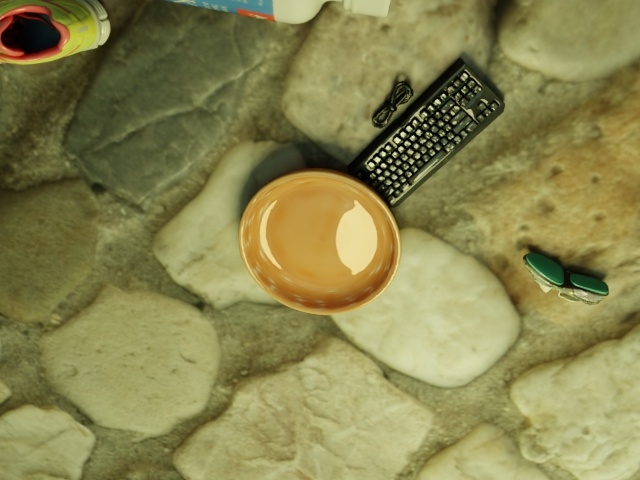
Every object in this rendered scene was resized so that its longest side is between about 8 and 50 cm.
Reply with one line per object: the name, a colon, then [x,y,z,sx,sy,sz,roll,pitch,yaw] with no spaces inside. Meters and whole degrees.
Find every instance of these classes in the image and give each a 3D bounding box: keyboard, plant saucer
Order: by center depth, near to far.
keyboard: [0.108,-0.124,0.794,0.108,0.023,0.180,41,113,-14]
plant saucer: [0.000,0.000,0.857,0.200,0.037,0.200,4,119,7]

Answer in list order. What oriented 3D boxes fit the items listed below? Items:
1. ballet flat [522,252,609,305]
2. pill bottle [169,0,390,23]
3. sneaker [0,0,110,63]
ballet flat: [0.293,0.052,0.854,0.114,0.041,0.041,22,117,-4]
pill bottle: [-0.053,-0.221,0.488,0.221,0.124,0.124,12,118,2]
sneaker: [-0.342,-0.227,0.753,0.208,0.094,0.081,-5,118,11]
